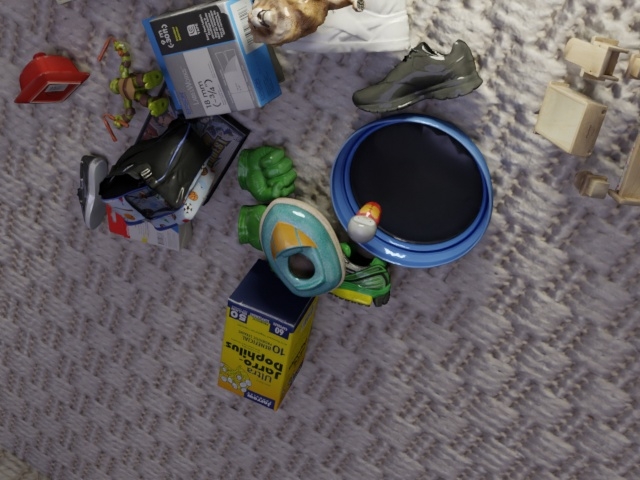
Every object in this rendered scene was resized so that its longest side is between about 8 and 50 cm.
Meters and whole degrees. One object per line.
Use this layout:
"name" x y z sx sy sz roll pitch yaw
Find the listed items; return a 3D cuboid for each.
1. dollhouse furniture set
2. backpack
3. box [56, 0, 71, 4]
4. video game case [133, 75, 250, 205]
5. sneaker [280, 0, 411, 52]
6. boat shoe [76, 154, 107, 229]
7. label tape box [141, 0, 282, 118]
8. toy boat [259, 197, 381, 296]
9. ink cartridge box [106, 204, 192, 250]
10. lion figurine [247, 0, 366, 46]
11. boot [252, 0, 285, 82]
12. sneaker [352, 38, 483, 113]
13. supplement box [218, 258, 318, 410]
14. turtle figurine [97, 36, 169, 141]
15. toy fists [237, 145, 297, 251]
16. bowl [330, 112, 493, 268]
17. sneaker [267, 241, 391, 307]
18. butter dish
"dollhouse furniture set" 0.647 -0.241 1.542 0.356 0.174 0.303 6 113 -14
"backpack" -0.414 -0.153 1.910 0.263 0.276 0.213 -9 129 31
"box" -0.573 -0.688 1.754 0.149 0.127 0.232 -7 116 28
"video game case" -0.345 -0.257 1.979 0.248 0.035 0.275 37 128 -1
"sneaker" 0.047 -0.492 1.623 0.293 0.108 0.169 2 115 18
"boat shoe" -0.664 -0.141 2.172 0.076 0.080 0.228 24 126 17
"label tape box" -0.281 -0.411 1.745 0.334 0.106 0.240 -2 118 33
"toy boat" 0.000 0.000 1.795 0.318 0.148 0.267 -24 106 26
"ink cartridge box" -0.483 -0.067 2.134 0.231 0.078 0.134 14 124 16
"lion figurine" -0.010 -0.579 1.534 0.240 0.142 0.392 13 83 44
"boot" -0.128 -0.459 1.730 0.190 0.076 0.208 -2 113 40
"sneaker" 0.201 -0.357 1.641 0.286 0.109 0.130 -11 109 19
"supplement box" -0.147 0.265 2.104 0.194 0.195 0.356 21 130 11
"turtle figurine" -0.473 -0.373 1.923 0.217 0.087 0.269 19 112 41
"toy fists" -0.135 -0.101 1.925 0.142 0.096 0.279 5 107 12
"bowl" 0.216 -0.118 1.789 0.391 0.077 0.391 11 123 18
"sneaker" 0.024 0.060 1.973 0.344 0.134 0.146 12 107 16
"butter dish" -0.717 -0.437 1.983 0.160 0.160 0.118 -28 82 35
